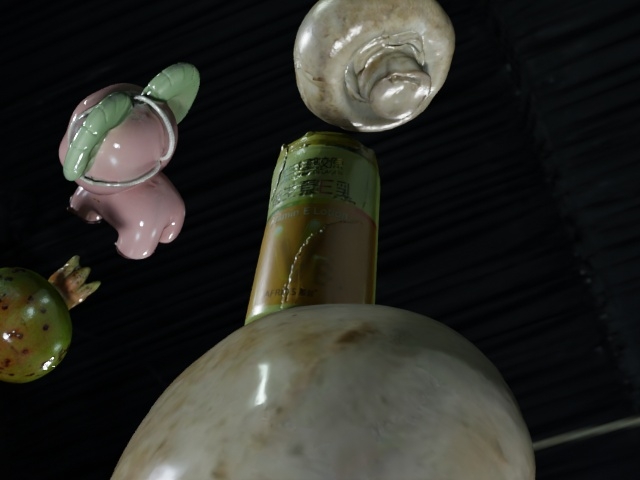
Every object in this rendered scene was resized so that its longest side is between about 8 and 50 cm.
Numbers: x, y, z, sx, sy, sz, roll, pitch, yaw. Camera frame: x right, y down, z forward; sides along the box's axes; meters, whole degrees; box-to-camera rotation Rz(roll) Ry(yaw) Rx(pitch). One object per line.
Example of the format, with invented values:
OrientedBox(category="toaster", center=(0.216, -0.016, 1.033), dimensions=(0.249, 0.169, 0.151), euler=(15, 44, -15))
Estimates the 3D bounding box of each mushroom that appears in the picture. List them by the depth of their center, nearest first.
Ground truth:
OrientedBox(category="mushroom", center=(0.017, 0.193, 0.651), dimensions=(0.290, 0.297, 0.297), euler=(49, -162, -21))
OrientedBox(category="mushroom", center=(0.052, -0.177, 0.986), dimensions=(0.166, 0.166, 0.127), euler=(59, -170, -46))

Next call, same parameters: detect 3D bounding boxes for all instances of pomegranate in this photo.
OrientedBox(category="pomegranate", center=(-0.391, 0.099, 1.348), dimensions=(0.159, 0.205, 0.159), euler=(35, 148, 26))

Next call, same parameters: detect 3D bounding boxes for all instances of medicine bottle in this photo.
OrientedBox(category="medicine bottle", center=(0.000, 0.000, 1.018), dimensions=(0.124, 0.124, 0.239), euler=(57, -148, -51))

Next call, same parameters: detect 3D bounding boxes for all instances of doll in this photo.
OrientedBox(category="doll", center=(-0.290, -0.139, 1.573), dimensions=(0.216, 0.268, 0.284), euler=(38, -137, 10))
